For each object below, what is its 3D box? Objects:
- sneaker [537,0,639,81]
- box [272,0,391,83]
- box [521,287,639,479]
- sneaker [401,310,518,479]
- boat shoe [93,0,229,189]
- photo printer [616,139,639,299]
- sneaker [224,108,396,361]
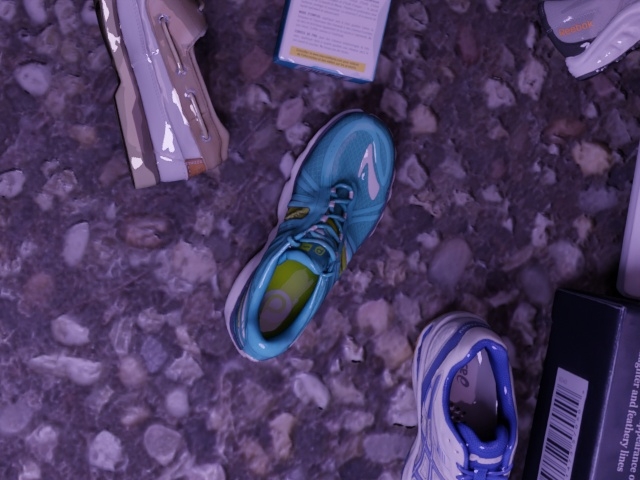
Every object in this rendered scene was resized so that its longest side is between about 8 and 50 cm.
[{"bbox_3d":[0.340,-0.284,1.495,0.271,0.100,0.108,-41,93,-5],"label":"sneaker"},{"bbox_3d":[0.027,-0.287,1.462,0.100,0.060,0.244,13,91,-10],"label":"box"},{"bbox_3d":[0.424,0.229,1.476,0.395,0.212,0.294,11,91,-8],"label":"box"},{"bbox_3d":[0.144,0.223,1.473,0.111,0.131,0.297,-6,95,-10],"label":"sneaker"},{"bbox_3d":[-0.162,-0.207,1.418,0.103,0.113,0.302,-12,105,-9],"label":"boat shoe"},{"bbox_3d":[0.444,-0.074,1.452,0.256,0.107,0.308,12,103,19],"label":"photo printer"},{"bbox_3d":[0.000,0.000,1.448,0.107,0.110,0.275,27,88,-9],"label":"sneaker"}]
